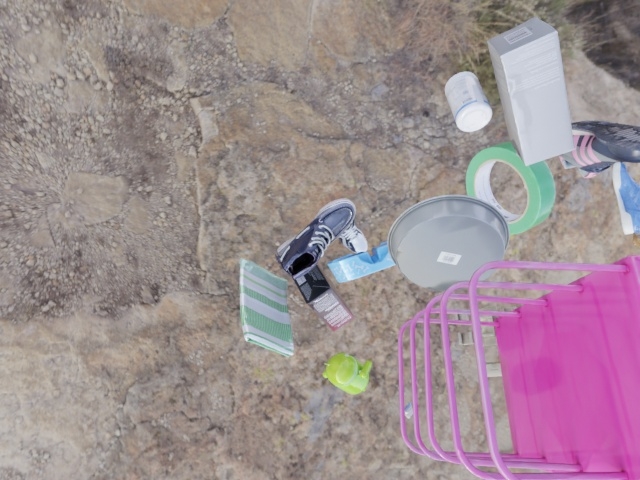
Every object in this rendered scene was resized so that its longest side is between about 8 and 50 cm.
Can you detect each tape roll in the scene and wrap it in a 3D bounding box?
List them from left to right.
[{"bbox_3d":[0.660,-0.183,1.490,0.077,0.321,0.322,-22,105,-20],"label":"tape roll"}]

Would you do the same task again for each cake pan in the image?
[{"bbox_3d":[0.310,0.021,1.026,0.293,0.293,0.054,42,35,-27],"label":"cake pan"}]

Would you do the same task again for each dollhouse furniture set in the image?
[{"bbox_3d":[0.631,0.370,1.544,0.161,0.212,0.242,26,56,-57],"label":"dollhouse furniture set"}]

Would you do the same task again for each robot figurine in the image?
[{"bbox_3d":[0.056,0.272,0.861,0.115,0.101,0.067,45,47,-42],"label":"robot figurine"}]

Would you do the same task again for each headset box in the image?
[{"bbox_3d":[0.007,0.209,1.655,0.110,0.218,0.293,-35,137,1],"label":"headset box"}]

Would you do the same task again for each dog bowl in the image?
[{"bbox_3d":[0.172,0.061,1.384,0.297,0.166,0.074,-20,90,-3],"label":"dog bowl"}]

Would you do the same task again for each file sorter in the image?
[{"bbox_3d":[0.208,0.158,0.481,0.182,0.291,0.202,2,67,-3],"label":"file sorter"}]

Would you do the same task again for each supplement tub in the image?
[{"bbox_3d":[0.298,-0.280,0.852,0.070,0.071,0.107,18,50,-31],"label":"supplement tub"}]

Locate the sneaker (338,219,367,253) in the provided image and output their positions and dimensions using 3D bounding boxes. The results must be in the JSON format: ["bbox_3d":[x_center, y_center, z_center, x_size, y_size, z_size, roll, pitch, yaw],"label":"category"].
[{"bbox_3d":[0.106,-0.038,1.636,0.094,0.153,0.235,-31,96,3],"label":"sneaker"}]

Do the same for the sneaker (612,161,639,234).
[{"bbox_3d":[0.649,-0.093,0.852,0.058,0.084,0.152,16,67,-52],"label":"sneaker"}]

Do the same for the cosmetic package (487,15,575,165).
[{"bbox_3d":[0.408,-0.282,0.817,0.238,0.107,0.127,56,25,-31],"label":"cosmetic package"}]

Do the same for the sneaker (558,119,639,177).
[{"bbox_3d":[0.681,-0.206,1.007,0.112,0.319,0.131,-9,111,7],"label":"sneaker"}]

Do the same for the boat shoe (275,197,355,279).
[{"bbox_3d":[0.000,0.000,1.446,0.340,0.158,0.127,-42,115,4],"label":"boat shoe"}]

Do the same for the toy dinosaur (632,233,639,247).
[{"bbox_3d":[0.791,0.038,0.907,0.112,0.211,0.064,-29,132,-42],"label":"toy dinosaur"}]

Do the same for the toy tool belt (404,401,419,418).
[{"bbox_3d":[0.386,0.725,1.822,0.083,0.051,0.052,-36,152,-34],"label":"toy tool belt"}]

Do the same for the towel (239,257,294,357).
[{"bbox_3d":[-0.194,0.239,1.525,0.247,0.038,0.325,34,35,-41],"label":"towel"}]
